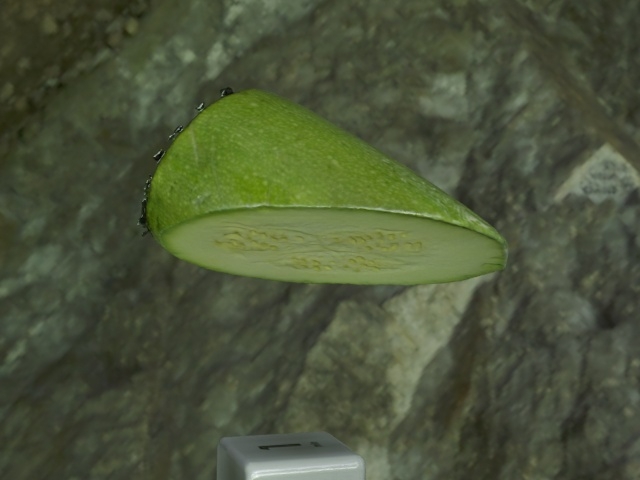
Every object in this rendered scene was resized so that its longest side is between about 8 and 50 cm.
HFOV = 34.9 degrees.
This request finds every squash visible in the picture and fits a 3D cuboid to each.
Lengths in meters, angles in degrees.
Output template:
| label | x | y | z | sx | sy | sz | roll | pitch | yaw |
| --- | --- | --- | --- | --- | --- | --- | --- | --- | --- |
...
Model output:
| label | x | y | z | sx | sy | sz | roll | pitch | yaw |
| --- | --- | --- | --- | --- | --- | --- | --- | --- | --- |
| squash | 0.000 | 0.000 | 0.864 | 0.189 | 0.260 | 0.189 | -43 | 157 | -23 |

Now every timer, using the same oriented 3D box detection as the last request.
| label | x | y | z | sx | sy | sz | roll | pitch | yaw |
| --- | --- | --- | --- | --- | --- | --- | --- | --- | --- |
| timer | -0.051 | 0.420 | 1.617 | 0.194 | 0.194 | 0.193 | -169 | -100 | -69 |
